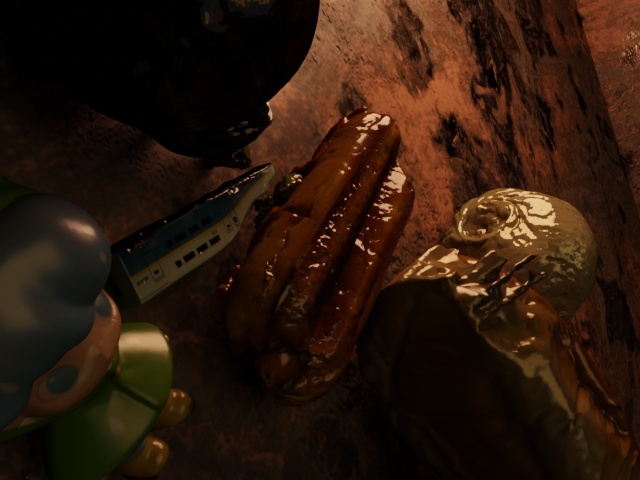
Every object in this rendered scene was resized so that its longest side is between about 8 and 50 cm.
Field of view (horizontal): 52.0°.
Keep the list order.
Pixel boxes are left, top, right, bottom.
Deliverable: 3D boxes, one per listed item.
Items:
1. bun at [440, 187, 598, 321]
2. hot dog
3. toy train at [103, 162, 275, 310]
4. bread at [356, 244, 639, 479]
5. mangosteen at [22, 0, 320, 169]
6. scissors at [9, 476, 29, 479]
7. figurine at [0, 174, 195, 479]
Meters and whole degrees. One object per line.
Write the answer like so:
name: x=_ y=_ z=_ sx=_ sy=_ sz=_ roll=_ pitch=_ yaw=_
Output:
bun: x=0.258 y=0.029 z=0.930 sx=0.153 sy=0.244 sz=0.244 roll=32 pitch=53 yaw=-28
hot dog: x=0.000 y=0.000 z=0.678 sx=0.349 sy=0.117 sz=0.158 roll=-63 pitch=142 yaw=-40
toy train: x=-0.107 y=-0.014 z=0.604 sx=0.234 sy=0.052 sz=0.051 roll=-39 pitch=111 yaw=-51
bread: x=0.199 y=0.186 z=0.740 sx=0.183 sy=0.236 sz=0.389 roll=-33 pitch=96 yaw=-50
mangosteen: x=-0.116 y=-0.172 z=0.555 sx=0.289 sy=0.231 sz=0.231 roll=92 pitch=8 yaw=-57
scissors: x=-0.260 y=0.157 z=0.334 sx=0.204 sy=0.101 sz=0.027 roll=-1 pitch=66 yaw=-38
figurine: x=-0.178 y=0.071 z=0.425 sx=0.263 sy=0.143 sz=0.162 roll=61 pitch=42 yaw=-43
